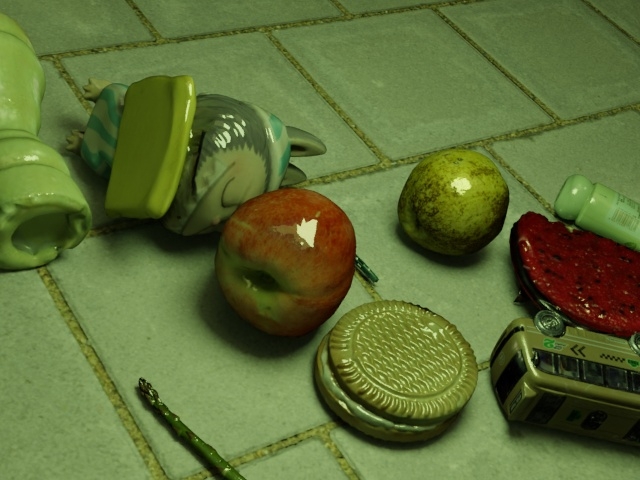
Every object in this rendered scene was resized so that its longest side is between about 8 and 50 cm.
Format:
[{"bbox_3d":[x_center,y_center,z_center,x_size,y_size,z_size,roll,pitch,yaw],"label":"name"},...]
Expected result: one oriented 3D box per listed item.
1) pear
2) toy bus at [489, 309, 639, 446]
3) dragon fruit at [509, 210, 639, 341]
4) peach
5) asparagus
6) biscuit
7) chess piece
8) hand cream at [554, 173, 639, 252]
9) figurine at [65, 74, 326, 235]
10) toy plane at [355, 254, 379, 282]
[{"bbox_3d":[0.232,-0.068,1.878,0.197,0.197,0.197,10,41,-9],"label":"pear"},{"bbox_3d":[0.420,0.228,1.662,0.290,0.139,0.157,14,45,-9],"label":"toy bus"},{"bbox_3d":[0.469,0.096,1.850,0.344,0.100,0.282,25,40,15],"label":"dragon fruit"},{"bbox_3d":[-0.047,0.025,1.660,0.232,0.232,0.257,28,26,13],"label":"peach"},{"bbox_3d":[-0.180,0.277,1.478,0.248,0.024,0.025,39,2,24],"label":"asparagus"},{"bbox_3d":[0.118,0.197,1.629,0.259,0.079,0.259,10,41,-8],"label":"biscuit"},{"bbox_3d":[-0.530,-0.163,1.717,0.234,0.234,0.442,-9,52,-28],"label":"chess piece"},{"bbox_3d":[0.611,-0.033,2.055,0.306,0.093,0.147,25,36,6],"label":"hand cream"},{"bbox_3d":[-0.194,-0.130,1.837,0.378,0.266,0.361,18,8,-41],"label":"figurine"},{"bbox_3d":[0.000,0.000,1.827,0.096,0.060,0.235,-17,54,-44],"label":"toy plane"}]
